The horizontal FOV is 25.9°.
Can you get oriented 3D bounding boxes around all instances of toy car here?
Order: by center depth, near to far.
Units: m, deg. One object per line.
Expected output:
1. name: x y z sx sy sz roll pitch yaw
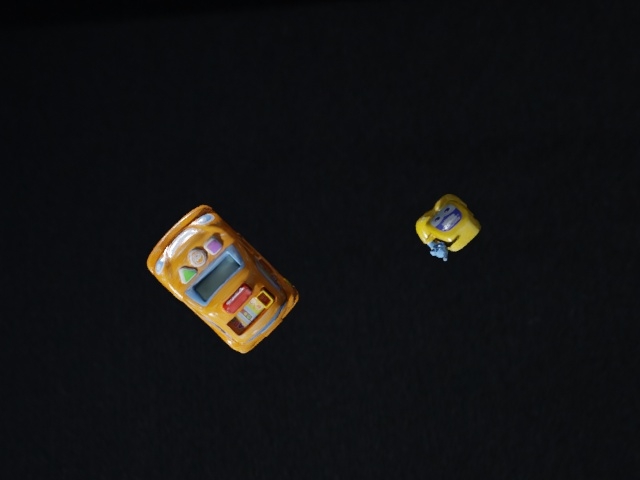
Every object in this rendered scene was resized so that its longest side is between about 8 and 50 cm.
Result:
1. toy car: 0.000 0.000 0.519 0.122 0.060 0.040 -29 -160 -7
